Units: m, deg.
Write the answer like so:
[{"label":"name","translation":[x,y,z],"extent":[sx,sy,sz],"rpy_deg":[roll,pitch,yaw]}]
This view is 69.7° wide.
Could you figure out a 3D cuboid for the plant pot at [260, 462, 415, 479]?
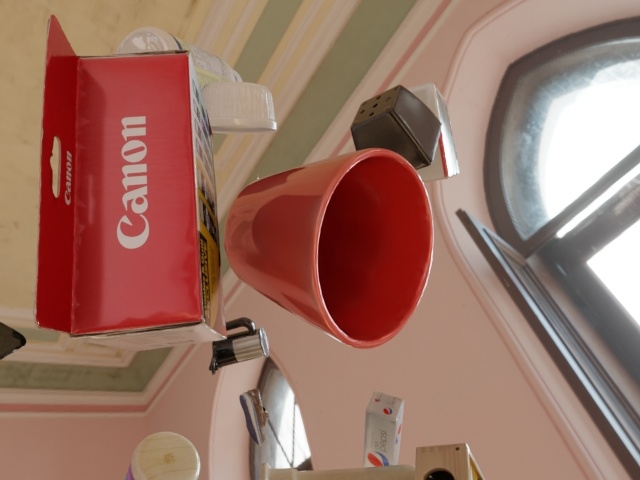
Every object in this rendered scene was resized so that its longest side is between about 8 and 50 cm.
[{"label":"plant pot","translation":[0.062,0.571,0.871],"extent":[0.305,0.334,0.334],"rpy_deg":[-10,-41,-7]}]

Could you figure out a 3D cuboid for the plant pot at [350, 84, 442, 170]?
[{"label":"plant pot","translation":[0.184,-0.286,1.201],"extent":[0.187,0.188,0.167],"rpy_deg":[-16,-51,38]}]

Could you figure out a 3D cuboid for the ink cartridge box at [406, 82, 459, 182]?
[{"label":"ink cartridge box","translation":[0.338,-0.330,1.500],"extent":[0.160,0.279,0.384],"rpy_deg":[-10,5,22]}]

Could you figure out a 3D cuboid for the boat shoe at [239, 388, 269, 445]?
[{"label":"boat shoe","translation":[-0.191,0.540,1.407],"extent":[0.066,0.066,0.183],"rpy_deg":[-23,-69,-35]}]

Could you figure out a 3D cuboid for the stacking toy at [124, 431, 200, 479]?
[{"label":"stacking toy","translation":[-0.384,0.569,0.978],"extent":[0.141,0.141,0.330],"rpy_deg":[17,-65,-36]}]

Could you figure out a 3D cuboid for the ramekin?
[{"label":"ramekin","translation":[-0.216,-0.340,1.189],"extent":[0.207,0.207,0.109],"rpy_deg":[-2,-82,-20]}]

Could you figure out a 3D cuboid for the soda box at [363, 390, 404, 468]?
[{"label":"soda box","translation":[0.144,0.458,1.065],"extent":[0.074,0.069,0.216],"rpy_deg":[11,-61,21]}]

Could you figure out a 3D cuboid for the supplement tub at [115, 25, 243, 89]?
[{"label":"supplement tub","translation":[-0.393,-0.446,1.321],"extent":[0.235,0.235,0.325],"rpy_deg":[-41,-14,23]}]

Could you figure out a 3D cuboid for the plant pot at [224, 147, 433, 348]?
[{"label":"plant pot","translation":[0.000,0.000,0.703],"extent":[0.275,0.243,0.275],"rpy_deg":[-9,-77,-44]}]

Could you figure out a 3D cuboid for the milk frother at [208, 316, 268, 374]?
[{"label":"milk frother","translation":[-0.216,0.289,1.199],"extent":[0.134,0.143,0.129],"rpy_deg":[-14,-51,3]}]

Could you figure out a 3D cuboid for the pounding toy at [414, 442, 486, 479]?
[{"label":"pounding toy","translation":[0.187,0.402,0.646],"extent":[0.094,0.206,0.181],"rpy_deg":[-17,-60,24]}]

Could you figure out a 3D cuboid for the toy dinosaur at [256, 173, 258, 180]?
[{"label":"toy dinosaur","translation":[-0.208,-0.164,1.700],"extent":[0.053,0.093,0.183],"rpy_deg":[-8,-30,25]}]

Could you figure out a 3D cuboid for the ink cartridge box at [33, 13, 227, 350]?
[{"label":"ink cartridge box","translation":[-0.193,-0.043,0.525],"extent":[0.130,0.309,0.272],"rpy_deg":[-6,-15,-7]}]

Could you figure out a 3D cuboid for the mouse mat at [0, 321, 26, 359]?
[{"label":"mouse mat","translation":[-0.344,0.078,0.335],"extent":[0.152,0.190,0.007],"rpy_deg":[29,-73,0]}]
